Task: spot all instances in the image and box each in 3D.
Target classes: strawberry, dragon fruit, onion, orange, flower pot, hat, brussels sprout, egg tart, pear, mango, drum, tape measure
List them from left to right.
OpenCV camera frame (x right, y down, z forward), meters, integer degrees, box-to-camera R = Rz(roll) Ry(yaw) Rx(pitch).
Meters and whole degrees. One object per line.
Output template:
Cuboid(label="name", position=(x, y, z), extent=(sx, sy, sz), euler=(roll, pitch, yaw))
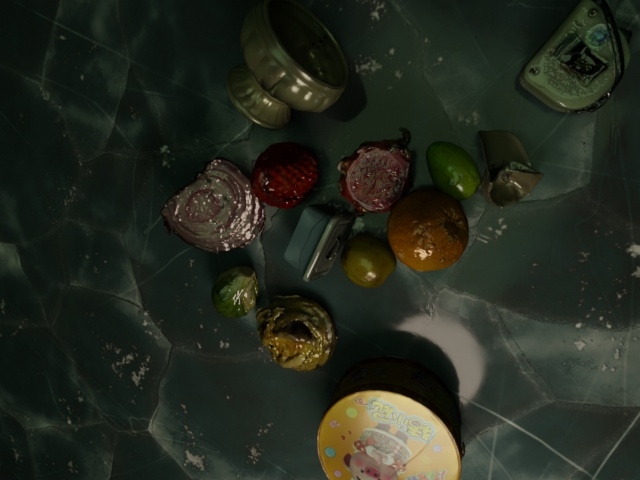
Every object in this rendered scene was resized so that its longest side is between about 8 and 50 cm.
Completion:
Cuboid(label="onion", position=(-0.327, -0.101, 1.307), extent=(0.314, 0.146, 0.280), euler=(-37, 114, 12))
Cuboid(label="brussels sprout", position=(-0.287, 0.167, 1.343), extent=(0.145, 0.131, 0.183), euler=(8, 108, 11))
Cuboid(label="strawberry", position=(-0.116, -0.181, 1.157), extent=(0.205, 0.244, 0.205), euler=(4, 103, 15))
Cuboid(label="flower pot", position=(-0.100, -0.451, 1.084), extent=(0.244, 0.307, 0.307), euler=(-30, 91, 41))
Cuboid(label="egg tart", position=(-0.095, 0.313, 1.321), extent=(0.297, 0.132, 0.297), euler=(6, 107, 21))
Cuboid(label="pear", position=(0.136, 0.060, 1.178), extent=(0.162, 0.149, 0.149), euler=(30, 109, 5))
Cuboid(label="dragon fruit", position=(0.152, -0.185, 1.123), extent=(0.211, 0.147, 0.282), euler=(33, 110, 9))
Cuboid(label="drum", position=(0.213, 0.584, 1.225), extent=(0.431, 0.214, 0.431), euler=(3, 101, 17))
Cuboid(label="orange", position=(0.278, -0.025, 1.064), extent=(0.219, 0.219, 0.193), euler=(47, 135, 4))
Cuboid(label="mango", position=(0.349, -0.188, 1.085), extent=(0.119, 0.100, 0.178), euler=(-38, 80, 23))
Cuboid(label="hat", position=(0.459, -0.190, 1.061), extent=(0.166, 0.173, 0.144), euler=(-6, 140, -19))
Cuboid(label="tape measure", position=(0.616, -0.426, 0.942), extent=(0.207, 0.115, 0.235), euler=(41, 110, 9))

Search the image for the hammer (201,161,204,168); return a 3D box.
Cuboid(label="hammer", position=(-0.383, -0.203, 1.361), extent=(0.029, 0.014, 0.123), euler=(-8, 97, 10))

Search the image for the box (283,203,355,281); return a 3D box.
Cuboid(label="box", position=(0.000, 0.000, 1.206), extent=(0.130, 0.162, 0.227), euler=(33, 110, 20))
